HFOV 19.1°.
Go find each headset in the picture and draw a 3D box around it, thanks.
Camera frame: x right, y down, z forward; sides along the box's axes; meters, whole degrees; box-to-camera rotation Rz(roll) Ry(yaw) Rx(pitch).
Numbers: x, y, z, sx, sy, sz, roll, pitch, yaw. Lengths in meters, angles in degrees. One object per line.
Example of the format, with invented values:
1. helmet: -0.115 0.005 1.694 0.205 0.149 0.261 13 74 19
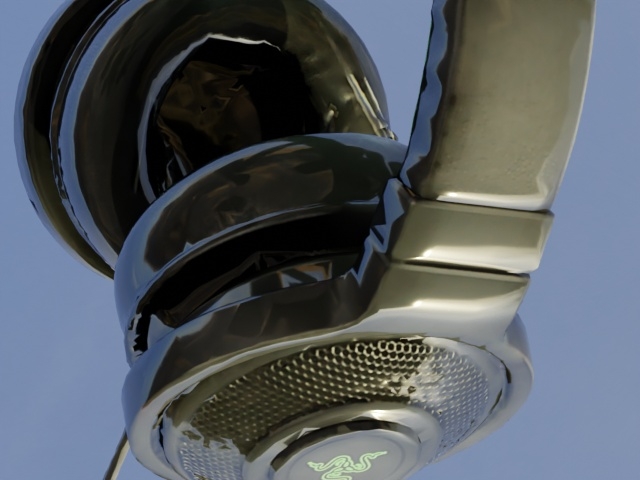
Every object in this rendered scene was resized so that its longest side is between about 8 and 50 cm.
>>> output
1. headset: 0.000 0.000 0.672 0.185 0.243 0.394 7 -59 -28
